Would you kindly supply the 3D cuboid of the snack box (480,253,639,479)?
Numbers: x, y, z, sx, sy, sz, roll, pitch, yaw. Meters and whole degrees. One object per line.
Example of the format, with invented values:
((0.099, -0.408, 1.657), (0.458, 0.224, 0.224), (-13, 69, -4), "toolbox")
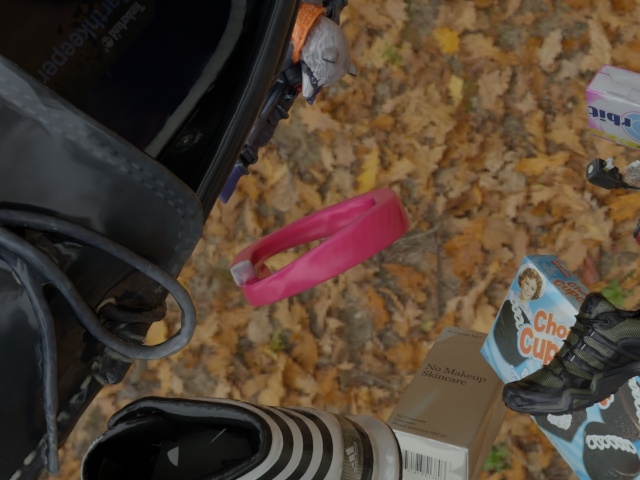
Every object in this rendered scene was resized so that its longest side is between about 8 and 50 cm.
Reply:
((0.351, 0.186, 1.257), (0.322, 0.060, 0.187), (55, 137, 45), "snack box")

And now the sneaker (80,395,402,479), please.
((-0.163, 0.242, 0.947), (0.447, 0.257, 0.169), (-28, 50, 36), "sneaker")

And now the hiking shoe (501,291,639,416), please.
((0.302, 0.118, 1.049), (0.227, 0.086, 0.114), (-21, 91, 2), "hiking shoe")

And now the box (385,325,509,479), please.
((0.223, 0.281, 1.554), (0.148, 0.311, 0.121), (10, 120, 22), "box")

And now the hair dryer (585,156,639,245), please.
((0.548, -0.031, 1.386), (0.080, 0.293, 0.223), (-61, 21, -17), "hair dryer")

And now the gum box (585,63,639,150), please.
((0.507, -0.188, 1.423), (0.188, 0.107, 0.062), (26, 67, 33), "gum box")

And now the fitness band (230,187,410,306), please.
((0.000, 0.000, 1.093), (0.209, 0.291, 0.054), (-26, 97, 3), "fitness band")

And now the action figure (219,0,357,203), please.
((-0.118, -0.234, 1.183), (0.330, 0.178, 0.341), (12, 65, 21), "action figure")

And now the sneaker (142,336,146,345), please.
((-0.253, 0.080, 0.904), (0.270, 0.090, 0.145), (-43, 61, 40), "sneaker")

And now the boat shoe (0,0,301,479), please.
((-0.143, -0.009, 0.379), (0.156, 0.187, 0.500), (-23, 35, 52), "boat shoe")
